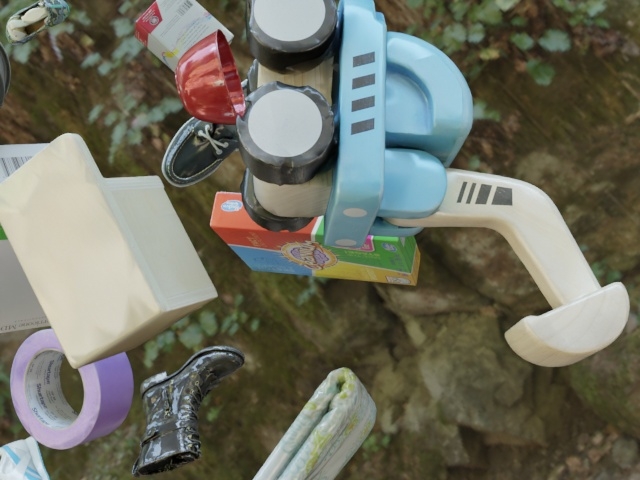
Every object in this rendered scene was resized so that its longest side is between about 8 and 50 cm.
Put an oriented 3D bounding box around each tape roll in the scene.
[{"bbox_3d":[-0.396,0.229,1.355,0.189,0.189,0.080,-44,-16,21],"label":"tape roll"}]

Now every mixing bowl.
[{"bbox_3d":[-0.208,-0.288,1.571,0.098,0.181,0.181,-14,9,5],"label":"mixing bowl"}]

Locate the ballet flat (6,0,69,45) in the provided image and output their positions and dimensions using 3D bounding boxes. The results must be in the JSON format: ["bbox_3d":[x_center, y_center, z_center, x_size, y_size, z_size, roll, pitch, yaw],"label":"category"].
[{"bbox_3d":[-0.607,-0.457,1.768,0.188,0.070,0.070,-19,19,31],"label":"ballet flat"}]

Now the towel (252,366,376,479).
[{"bbox_3d":[-0.023,0.443,1.687,0.374,0.090,0.320,-54,-18,-11],"label":"towel"}]

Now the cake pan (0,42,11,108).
[{"bbox_3d":[-0.679,-0.263,1.464,0.293,0.054,0.293,-21,-33,-14],"label":"cake pan"}]

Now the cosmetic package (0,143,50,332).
[{"bbox_3d":[-0.583,0.002,1.614,0.197,0.155,0.366,-8,-43,-32],"label":"cosmetic package"}]

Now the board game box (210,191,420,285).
[{"bbox_3d":[0.000,0.000,1.467,0.242,0.316,0.064,55,-138,-66],"label":"board game box"}]

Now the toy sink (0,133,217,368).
[{"bbox_3d":[-0.255,0.006,1.016,0.152,0.234,0.131,-32,-7,23],"label":"toy sink"}]

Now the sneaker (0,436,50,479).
[{"bbox_3d":[-0.557,0.467,1.601,0.092,0.087,0.228,-13,31,-26],"label":"sneaker"}]

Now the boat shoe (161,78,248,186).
[{"bbox_3d":[-0.195,-0.226,1.696,0.302,0.114,0.091,-49,14,-7],"label":"boat shoe"}]

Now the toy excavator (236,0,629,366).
[{"bbox_3d":[0.125,-0.078,1.007,0.222,0.445,0.433,100,172,-71],"label":"toy excavator"}]

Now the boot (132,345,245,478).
[{"bbox_3d":[-0.258,0.348,1.708,0.263,0.091,0.229,-27,38,8],"label":"boot"}]

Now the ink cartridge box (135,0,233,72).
[{"bbox_3d":[-0.303,-0.451,1.889,0.128,0.176,0.127,-49,8,-11],"label":"ink cartridge box"}]
